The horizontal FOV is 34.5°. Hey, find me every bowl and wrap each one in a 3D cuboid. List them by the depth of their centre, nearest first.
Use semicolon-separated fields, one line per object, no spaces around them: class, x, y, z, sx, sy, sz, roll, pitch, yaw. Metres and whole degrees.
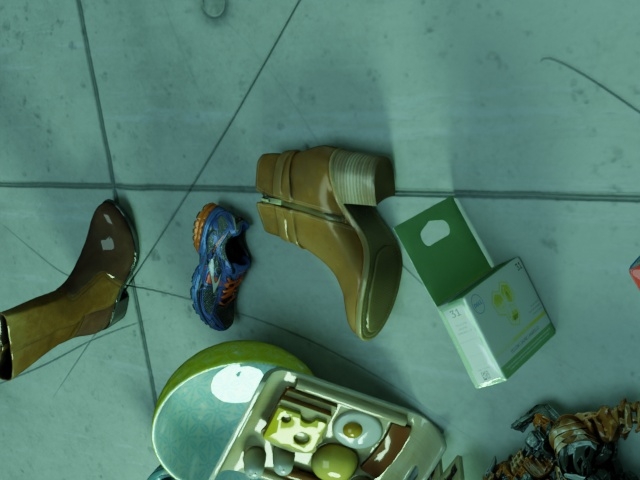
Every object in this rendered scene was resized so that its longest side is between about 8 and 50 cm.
bowl;-0.131;0.260;1.676;0.290;0.156;0.289;-4;124;-6

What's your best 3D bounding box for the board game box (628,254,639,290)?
board game box;0.566;0.092;1.175;0.302;0.086;0.308;-33;87;39

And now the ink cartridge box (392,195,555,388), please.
ink cartridge box;0.208;0.056;1.366;0.056;0.171;0.235;-25;91;39

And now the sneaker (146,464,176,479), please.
sneaker;-0.194;0.451;1.838;0.283;0.122;0.110;-2;106;36

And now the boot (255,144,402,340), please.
boot;0.000;0.000;1.533;0.220;0.109;0.283;5;108;33

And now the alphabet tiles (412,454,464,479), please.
alphabet tiles;0.134;0.489;1.544;0.011;0.285;0.342;20;126;-13

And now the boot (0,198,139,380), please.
boot;-0.449;0.079;1.779;0.096;0.280;0.264;32;123;22

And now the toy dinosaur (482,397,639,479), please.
toy dinosaur;0.349;0.306;1.377;0.218;0.164;0.322;69;151;27

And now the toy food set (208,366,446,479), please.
toy food set;0.008;0.336;1.581;0.306;0.092;0.219;20;118;-11

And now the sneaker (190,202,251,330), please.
sneaker;-0.159;0.051;1.691;0.087;0.083;0.221;13;116;26
